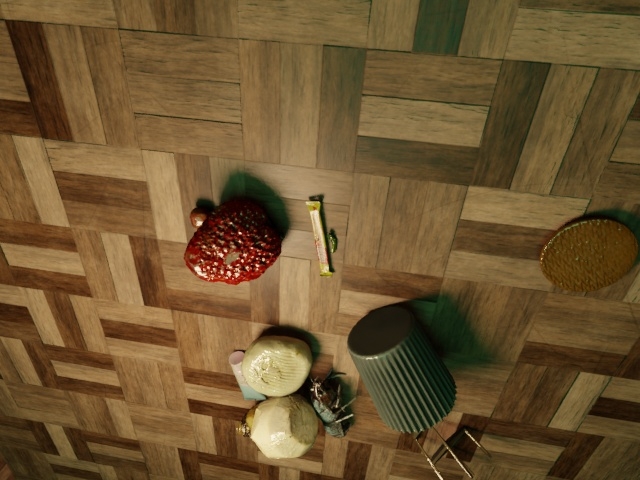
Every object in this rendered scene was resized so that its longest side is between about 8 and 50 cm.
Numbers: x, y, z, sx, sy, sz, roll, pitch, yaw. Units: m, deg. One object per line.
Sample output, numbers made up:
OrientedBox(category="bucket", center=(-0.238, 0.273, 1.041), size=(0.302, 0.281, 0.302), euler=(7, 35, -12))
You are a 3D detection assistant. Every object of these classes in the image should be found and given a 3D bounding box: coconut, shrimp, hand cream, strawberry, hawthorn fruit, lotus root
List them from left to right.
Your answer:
OrientedBox(category="hawthorn fruit", center=(-0.387, -0.075, 1.310), size=(0.077, 0.077, 0.077), euler=(5, 122, 7))
OrientedBox(category="strawberry", center=(-0.258, 0.015, 1.237), size=(0.261, 0.257, 0.260), euler=(2, 110, 4))
OrientedBox(category="hand cream", center=(-0.312, 0.597, 1.725), size=(0.111, 0.070, 0.312), euler=(-2, 129, 10))
OrientedBox(category="lotus root", center=(-0.209, 0.788, 1.768), size=(0.314, 0.141, 0.169), euler=(-11, 122, 6))
OrientedBox(category="coconut", center=(-0.150, 0.730, 1.579), size=(0.247, 0.245, 0.245), euler=(-28, 113, 36))
OrientedBox(category="shrimp", center=(0.045, 0.683, 1.653), size=(0.222, 0.166, 0.410), euler=(11, 122, 36))

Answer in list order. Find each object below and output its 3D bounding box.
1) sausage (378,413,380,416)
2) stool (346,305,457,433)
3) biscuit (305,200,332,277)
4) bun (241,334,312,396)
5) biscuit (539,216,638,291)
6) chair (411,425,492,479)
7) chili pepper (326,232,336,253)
OrientedBox(category="sausage", center=(0.344, 0.679, 1.613), size=(0.241, 0.120, 0.136), euler=(-5, 106, 14))
OrientedBox(category="stool", center=(0.267, 0.429, 1.379), size=(0.297, 0.297, 0.330), euler=(-21, 112, 21))
OrientedBox(category="biscuit", center=(0.000, 0.000, 1.309), size=(0.048, 0.026, 0.291), euler=(-1, 122, 15))
OrientedBox(category="bun", center=(-0.168, 0.468, 1.552), size=(0.273, 0.168, 0.272), euler=(-1, 115, -2))
OrientedBox(category="biscuit", center=(0.789, 0.044, 1.190), size=(0.262, 0.037, 0.261), euler=(4, 122, 7))
OrientedBox(category="chair", center=(0.536, 0.867, 1.681), size=(0.272, 0.166, 0.188), euler=(44, 131, 33))
OrientedBox(category="chili pepper", center=(0.039, 0.005, 1.310), size=(0.027, 0.022, 0.083), euler=(-6, 124, 12))
